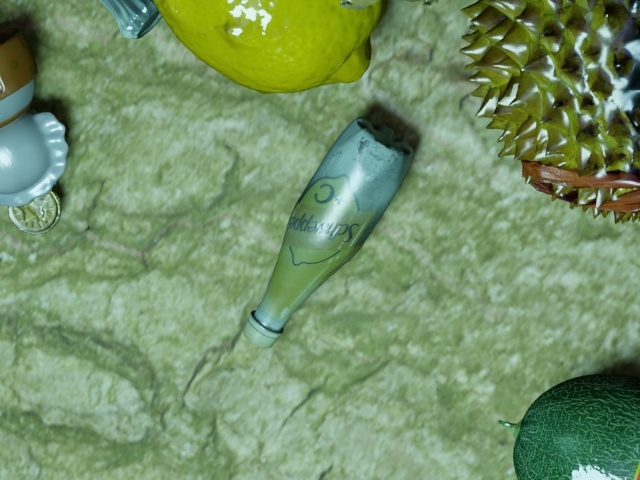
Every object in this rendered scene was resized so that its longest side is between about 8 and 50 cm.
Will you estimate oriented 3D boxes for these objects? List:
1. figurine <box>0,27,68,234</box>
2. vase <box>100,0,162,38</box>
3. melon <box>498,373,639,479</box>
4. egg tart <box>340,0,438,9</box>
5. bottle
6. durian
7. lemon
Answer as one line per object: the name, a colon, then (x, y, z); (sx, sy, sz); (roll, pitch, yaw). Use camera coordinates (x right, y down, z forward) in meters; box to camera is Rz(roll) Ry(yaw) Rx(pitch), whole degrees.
figurine: (-0.353, -0.132, 1.821); (0.143, 0.143, 0.271); (-18, 94, 20)
vase: (-0.229, -0.281, 1.790); (0.148, 0.081, 0.081); (46, 110, 3)
melon: (0.310, 0.223, 1.647); (0.288, 0.182, 0.182); (17, 105, 14)
egg tart: (0.037, -0.336, 1.525); (0.291, 0.107, 0.290); (3, 84, -24)
bottle: (0.000, 0.000, 1.761); (0.083, 0.083, 0.269); (34, 109, 9)
durian: (0.298, -0.183, 1.501); (0.348, 0.347, 0.384); (-35, 87, 20)
lemon: (-0.052, -0.268, 1.651); (0.233, 0.233, 0.288); (-38, 94, 20)
